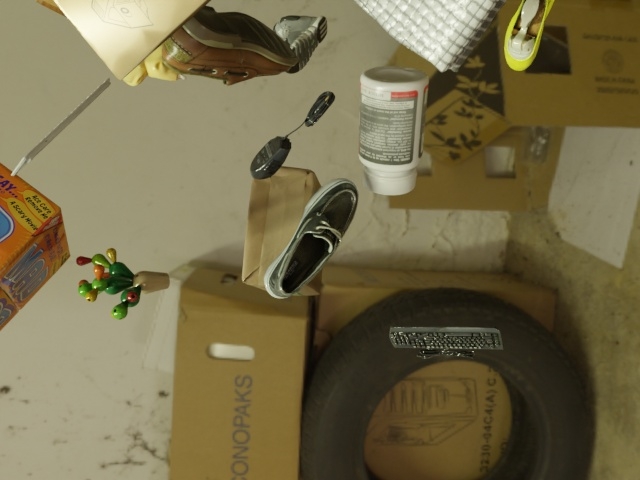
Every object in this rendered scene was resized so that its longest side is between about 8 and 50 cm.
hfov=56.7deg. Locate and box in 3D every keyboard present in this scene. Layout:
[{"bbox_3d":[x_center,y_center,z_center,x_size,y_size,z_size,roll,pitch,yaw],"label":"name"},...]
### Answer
[{"bbox_3d":[-0.463,-0.209,1.069,0.072,0.014,0.256,-21,32,40],"label":"keyboard"},{"bbox_3d":[0.365,0.301,1.719,0.202,0.316,0.033,58,-143,-50],"label":"keyboard"}]

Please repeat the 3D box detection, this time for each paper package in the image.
[{"bbox_3d":[-0.087,-0.011,1.617,0.325,0.168,0.310,53,-138,-79],"label":"paper package"}]

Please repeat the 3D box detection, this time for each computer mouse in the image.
[{"bbox_3d":[-0.054,-0.211,1.222,0.242,0.041,0.071,-41,35,17],"label":"computer mouse"}]

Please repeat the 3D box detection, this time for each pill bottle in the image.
[{"bbox_3d":[0.173,-0.266,1.452,0.161,0.161,0.284,-108,16,-58],"label":"pill bottle"}]

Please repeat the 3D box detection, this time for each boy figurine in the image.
[{"bbox_3d":[-0.455,-0.530,1.726,0.177,0.285,0.092,57,169,11],"label":"boy figurine"}]

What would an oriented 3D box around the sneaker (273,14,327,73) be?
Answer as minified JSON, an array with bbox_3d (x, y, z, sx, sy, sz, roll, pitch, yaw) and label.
[{"bbox_3d":[-0.085,-0.539,1.609,0.229,0.132,0.086,-56,-24,-33],"label":"sneaker"}]

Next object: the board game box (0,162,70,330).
[{"bbox_3d":[-0.800,0.010,1.244,0.356,0.356,0.356,-55,6,-25],"label":"board game box"}]

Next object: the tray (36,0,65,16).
[{"bbox_3d":[-0.421,-0.639,1.093,0.202,0.076,0.411,-20,63,42],"label":"tray"}]

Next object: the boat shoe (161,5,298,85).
[{"bbox_3d":[-0.160,-0.338,1.060,0.104,0.307,0.111,-46,70,27],"label":"boat shoe"}]

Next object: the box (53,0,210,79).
[{"bbox_3d":[-0.259,-0.348,0.811,0.164,0.201,0.021,52,-162,-13],"label":"box"}]

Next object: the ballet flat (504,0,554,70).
[{"bbox_3d":[0.436,-0.453,1.259,0.077,0.077,0.231,-52,-20,-37],"label":"ballet flat"}]

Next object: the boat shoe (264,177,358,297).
[{"bbox_3d":[0.000,0.000,1.384,0.335,0.121,0.119,-58,23,-10],"label":"boat shoe"}]

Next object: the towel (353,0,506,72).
[{"bbox_3d":[0.185,-0.460,0.998,0.284,0.121,0.235,45,128,14],"label":"towel"}]

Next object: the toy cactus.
[{"bbox_3d":[-0.402,0.079,1.212,0.219,0.180,0.112,31,118,51],"label":"toy cactus"}]
